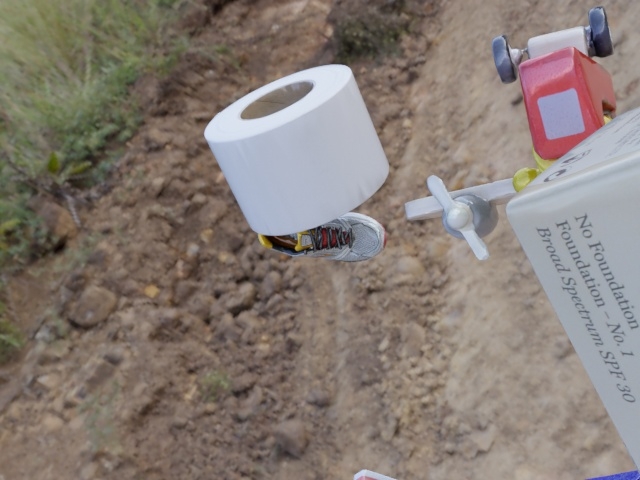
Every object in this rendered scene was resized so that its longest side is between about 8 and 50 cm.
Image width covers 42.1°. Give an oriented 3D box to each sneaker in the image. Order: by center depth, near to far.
[{"bbox_3d":[0.000,0.000,1.403,0.093,0.225,0.088,-34,-56,-71],"label":"sneaker"}]

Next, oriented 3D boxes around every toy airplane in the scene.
[{"bbox_3d":[0.347,-0.080,1.079,0.386,0.385,0.272,129,144,-58],"label":"toy airplane"}]

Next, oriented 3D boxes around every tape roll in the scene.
[{"bbox_3d":[-0.035,-0.143,1.283,0.246,0.169,0.246,-20,26,10],"label":"tape roll"}]

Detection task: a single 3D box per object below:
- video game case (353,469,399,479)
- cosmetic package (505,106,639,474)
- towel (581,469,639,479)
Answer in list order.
[{"bbox_3d":[0.118,0.405,0.876,0.025,0.204,0.285,-47,27,43],"label":"video game case"},{"bbox_3d":[0.231,-0.005,0.252,0.113,0.160,0.309,-33,6,-37],"label":"cosmetic package"},{"bbox_3d":[0.418,0.478,1.337,0.308,0.076,0.228,-31,3,-39],"label":"towel"}]
